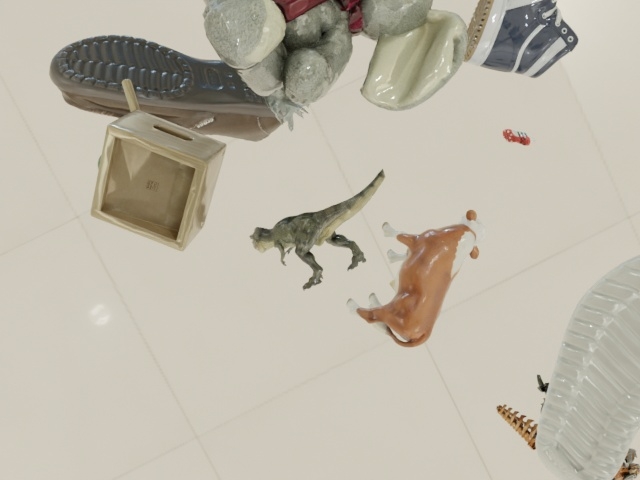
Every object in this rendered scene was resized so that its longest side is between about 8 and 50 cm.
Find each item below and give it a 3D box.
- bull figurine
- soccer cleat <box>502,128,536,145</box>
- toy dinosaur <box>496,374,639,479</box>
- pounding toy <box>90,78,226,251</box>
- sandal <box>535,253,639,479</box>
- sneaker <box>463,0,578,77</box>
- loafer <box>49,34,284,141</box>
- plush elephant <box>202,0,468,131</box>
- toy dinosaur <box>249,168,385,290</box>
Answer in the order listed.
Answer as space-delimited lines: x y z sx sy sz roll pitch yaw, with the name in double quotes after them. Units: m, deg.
0.188 0.055 1.203 0.310 0.188 0.101 -60 137 -26 "bull figurine"
0.442 -0.231 1.417 0.036 0.083 0.029 -14 119 -28 "soccer cleat"
0.516 0.386 1.292 0.322 0.164 0.218 31 59 -31 "toy dinosaur"
-0.185 -0.086 0.705 0.141 0.100 0.130 21 116 0 "pounding toy"
0.426 0.177 0.909 0.169 0.102 0.416 36 125 28 "sandal"
0.336 -0.383 0.957 0.153 0.099 0.282 17 118 -8 "sneaker"
-0.216 -0.205 0.968 0.366 0.130 0.133 6 51 -22 "loafer"
0.014 -0.268 0.671 0.255 0.330 0.271 -28 64 6 "plush elephant"
0.000 0.000 0.951 0.268 0.064 0.118 -22 94 31 "toy dinosaur"
